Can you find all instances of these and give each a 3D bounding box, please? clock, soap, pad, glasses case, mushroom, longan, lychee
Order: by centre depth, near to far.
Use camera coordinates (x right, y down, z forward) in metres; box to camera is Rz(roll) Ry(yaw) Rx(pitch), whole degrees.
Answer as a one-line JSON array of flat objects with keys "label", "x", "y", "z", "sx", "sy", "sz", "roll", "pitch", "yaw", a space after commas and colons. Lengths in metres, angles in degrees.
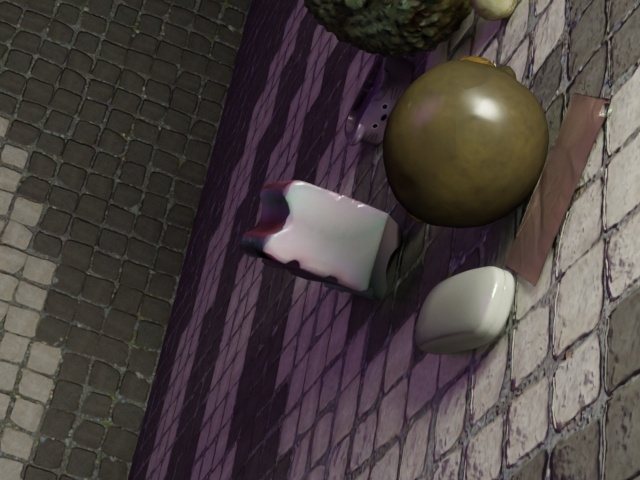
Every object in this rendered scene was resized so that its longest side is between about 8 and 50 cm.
[{"label": "pad", "x": 0.229, "y": -0.052, "z": 1.260, "sx": 0.113, "sy": 0.006, "sz": 0.188, "roll": -128, "pitch": 59, "yaw": -77}, {"label": "longan", "x": 0.146, "y": -0.095, "z": 1.307, "sx": 0.189, "sy": 0.189, "sz": 0.189, "roll": -160, "pitch": 90, "yaw": -77}, {"label": "glasses case", "x": 0.144, "y": 0.073, "z": 1.324, "sx": 0.193, "sy": 0.049, "sz": 0.074, "roll": 150, "pitch": 139, "yaw": -69}, {"label": "mushroom", "x": 0.211, "y": -0.311, "z": 1.584, "sx": 0.067, "sy": 0.084, "sz": 0.083, "roll": -26, "pitch": 19, "yaw": 2}, {"label": "soap", "x": 0.000, "y": 0.000, "z": 1.721, "sx": 0.324, "sy": 0.192, "sz": 0.109, "roll": -179, "pitch": 111, "yaw": -78}, {"label": "lychee", "x": 0.098, "y": -0.375, "z": 1.761, "sx": 0.274, "sy": 0.255, "sz": 0.255, "roll": -42, "pitch": -10, "yaw": -42}, {"label": "clock", "x": 0.089, "y": -0.209, "z": 1.981, "sx": 0.110, "sy": 0.050, "sz": 0.153, "roll": -89, "pitch": 23, "yaw": -56}]

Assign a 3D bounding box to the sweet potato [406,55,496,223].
[{"label": "sweet potato", "x": 0.150, "y": -0.131, "z": 1.596, "sx": 0.081, "sy": 0.062, "sz": 0.233, "roll": -92, "pitch": 22, "yaw": -56}]
